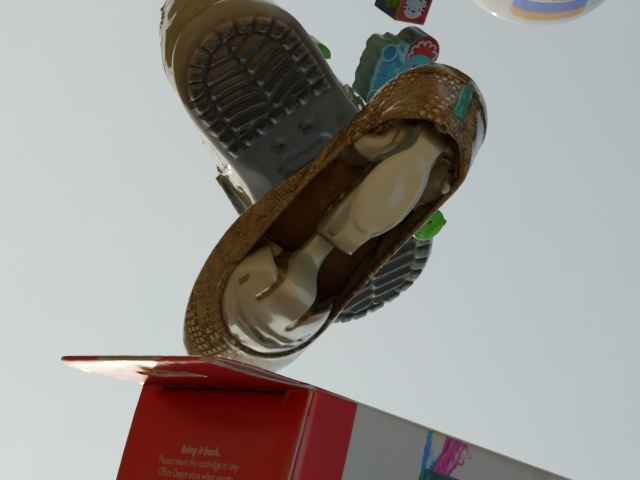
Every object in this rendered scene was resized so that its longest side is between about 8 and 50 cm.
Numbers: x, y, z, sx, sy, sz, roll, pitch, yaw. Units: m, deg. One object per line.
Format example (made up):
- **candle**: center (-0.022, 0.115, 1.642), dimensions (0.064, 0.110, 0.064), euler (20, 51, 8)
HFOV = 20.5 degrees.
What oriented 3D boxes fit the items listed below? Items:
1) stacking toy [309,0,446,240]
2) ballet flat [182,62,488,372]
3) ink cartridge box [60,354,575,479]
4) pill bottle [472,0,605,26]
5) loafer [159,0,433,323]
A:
- **stacking toy**: center (0.056, -0.131, 1.011), dimensions (0.167, 0.052, 0.221), euler (45, -58, 46)
- **ballet flat**: center (0.000, 0.000, 0.848), dimensions (0.206, 0.073, 0.067), euler (-51, -171, 18)
- **ink cartridge box**: center (0.001, 0.117, 0.791), dimensions (0.134, 0.231, 0.078), euler (-5, -113, 53)
- **pill bottle**: center (0.172, -0.276, 1.250), dimensions (0.272, 0.152, 0.152), euler (102, -1, -69)
- **loafer**: center (-0.013, -0.055, 1.003), dimensions (0.102, 0.268, 0.092), euler (-28, -133, 0)
